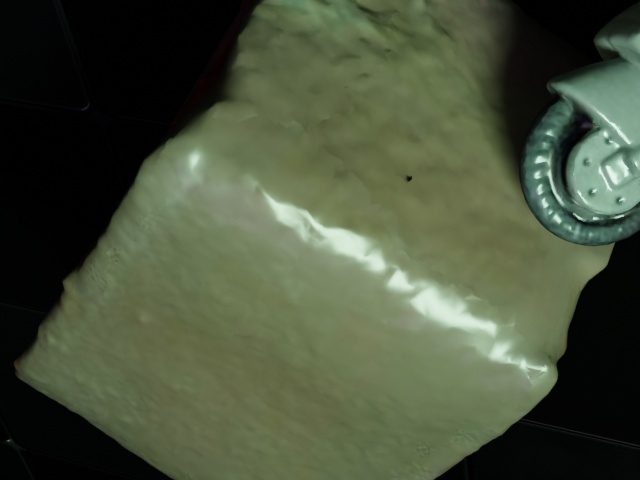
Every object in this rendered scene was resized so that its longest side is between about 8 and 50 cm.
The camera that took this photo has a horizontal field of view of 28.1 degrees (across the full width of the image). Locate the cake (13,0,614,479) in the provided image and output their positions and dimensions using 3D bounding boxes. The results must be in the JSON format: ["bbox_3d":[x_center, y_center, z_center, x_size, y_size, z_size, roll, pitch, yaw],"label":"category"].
[{"bbox_3d":[0.000,0.000,0.718,0.230,0.237,0.309,30,140,-8],"label":"cake"}]

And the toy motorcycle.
[{"bbox_3d":[0.224,-0.054,0.597,0.260,0.171,0.110,13,-173,-14],"label":"toy motorcycle"}]
